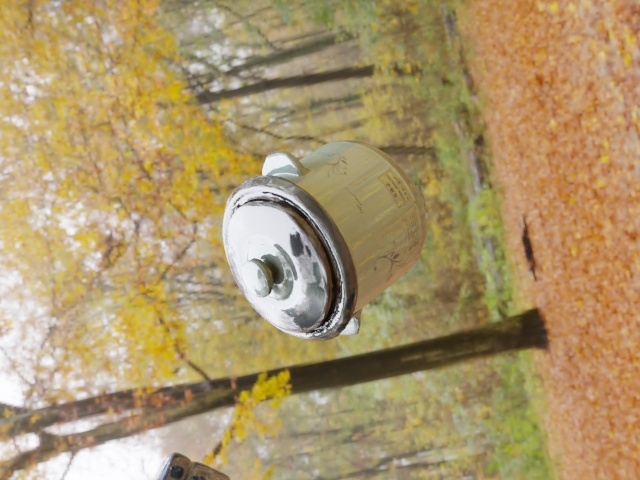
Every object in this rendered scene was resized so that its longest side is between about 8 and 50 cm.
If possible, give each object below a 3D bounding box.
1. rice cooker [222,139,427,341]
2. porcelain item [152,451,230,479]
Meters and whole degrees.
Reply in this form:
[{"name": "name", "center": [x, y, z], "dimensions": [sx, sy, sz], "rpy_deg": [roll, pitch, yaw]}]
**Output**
[{"name": "rice cooker", "center": [0.000, 0.000, 1.341], "dimensions": [0.316, 0.264, 0.317], "rpy_deg": [0, -90, -45]}, {"name": "porcelain item", "center": [-0.216, 0.411, 1.363], "dimensions": [0.147, 0.114, 0.147], "rpy_deg": [-63, 7, 13]}]
